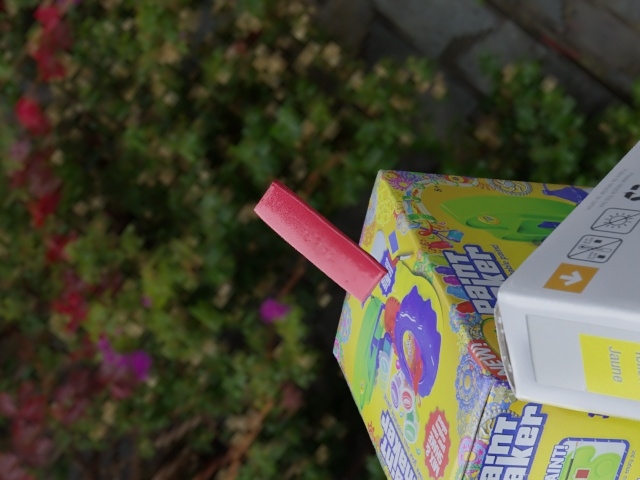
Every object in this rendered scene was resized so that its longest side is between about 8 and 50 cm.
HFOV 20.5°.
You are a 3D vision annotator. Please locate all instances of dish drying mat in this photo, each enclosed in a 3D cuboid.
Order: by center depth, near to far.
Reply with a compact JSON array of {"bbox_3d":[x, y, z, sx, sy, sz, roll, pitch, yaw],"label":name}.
[{"bbox_3d":[0.000,0.000,1.014,0.083,0.032,0.008,39,-139,2],"label":"dish drying mat"}]

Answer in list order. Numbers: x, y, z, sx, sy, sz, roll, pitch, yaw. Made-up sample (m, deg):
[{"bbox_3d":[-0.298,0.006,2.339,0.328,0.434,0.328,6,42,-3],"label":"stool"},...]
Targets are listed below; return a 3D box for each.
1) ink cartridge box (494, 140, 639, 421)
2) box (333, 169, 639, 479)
[{"bbox_3d":[0.280,-0.013,0.741,0.307,0.072,0.303,10,-145,35],"label":"ink cartridge box"},{"bbox_3d":[0.188,0.100,1.316,0.279,0.177,0.290,4,-151,-18],"label":"box"}]
